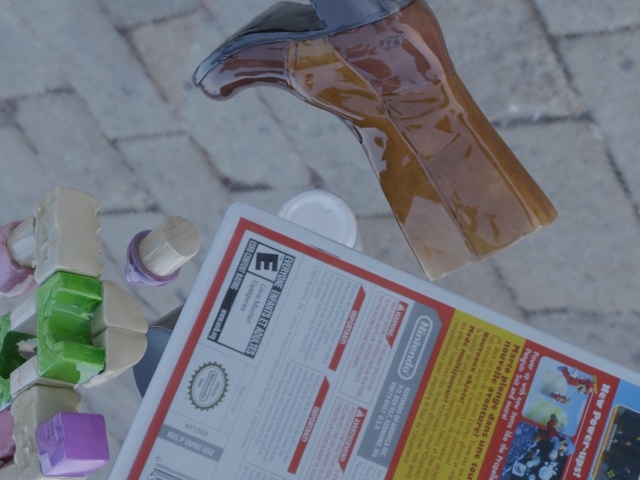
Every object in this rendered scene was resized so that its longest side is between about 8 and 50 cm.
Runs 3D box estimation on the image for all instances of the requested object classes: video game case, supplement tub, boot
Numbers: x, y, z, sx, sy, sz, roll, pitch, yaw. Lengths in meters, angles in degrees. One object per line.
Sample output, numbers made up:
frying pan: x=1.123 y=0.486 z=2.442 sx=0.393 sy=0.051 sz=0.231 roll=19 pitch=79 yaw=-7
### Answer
video game case: x=0.051 y=0.127 z=0.674 sx=0.285 sy=0.204 sz=0.025 roll=23 pitch=162 yaw=-2
supplement tub: x=0.000 y=0.000 z=1.272 sx=0.071 sy=0.071 sz=0.107 roll=34 pitch=173 yaw=10
boot: x=0.041 y=-0.091 z=1.304 sx=0.264 sy=0.096 sz=0.280 roll=-23 pitch=107 yaw=36

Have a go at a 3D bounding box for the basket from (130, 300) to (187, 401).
basket: x=-0.080 y=0.111 z=1.589 sx=0.204 sy=0.227 sz=0.154 roll=19 pitch=120 yaw=39

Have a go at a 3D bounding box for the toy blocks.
toy blocks: x=-0.262 y=0.122 z=1.294 sx=0.309 sy=0.288 sz=0.260 roll=14 pitch=145 yaw=-36
